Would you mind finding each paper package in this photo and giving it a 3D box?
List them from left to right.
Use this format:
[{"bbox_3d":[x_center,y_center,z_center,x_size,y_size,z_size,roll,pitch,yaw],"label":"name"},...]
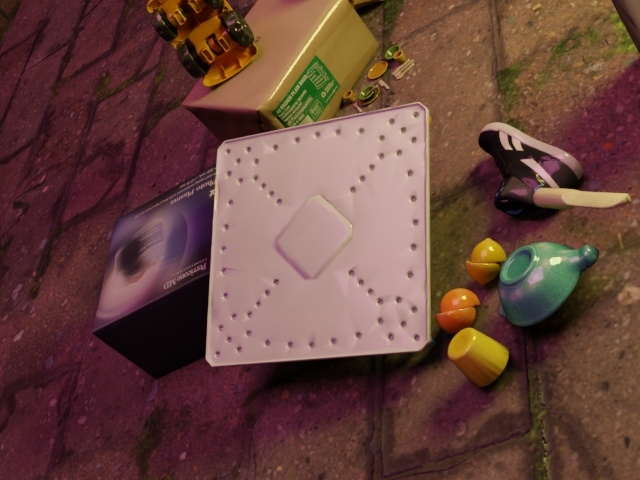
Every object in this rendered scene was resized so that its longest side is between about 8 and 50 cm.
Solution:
[{"bbox_3d":[-0.083,-0.350,2.168,0.310,0.168,0.324,12,63,51],"label":"paper package"}]

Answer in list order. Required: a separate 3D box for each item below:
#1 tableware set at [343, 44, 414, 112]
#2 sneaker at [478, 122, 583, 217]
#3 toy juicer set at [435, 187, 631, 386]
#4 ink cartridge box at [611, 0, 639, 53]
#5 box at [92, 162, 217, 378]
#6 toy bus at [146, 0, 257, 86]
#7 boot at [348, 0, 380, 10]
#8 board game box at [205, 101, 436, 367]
[{"bbox_3d":[0.111,-0.329,2.070,0.154,0.024,0.104,-42,34,7],"label":"tableware set"},{"bbox_3d":[0.292,-0.106,1.605,0.121,0.079,0.217,-49,36,-7],"label":"sneaker"},{"bbox_3d":[0.296,0.043,1.458,0.329,0.089,0.209,-49,21,10],"label":"toy juicer set"},{"bbox_3d":[0.490,-0.341,1.472,0.115,0.273,0.198,-31,37,16],"label":"ink cartridge box"},{"bbox_3d":[-0.242,0.051,1.918,0.296,0.183,0.294,-27,40,26],"label":"box"},{"bbox_3d":[-0.242,-0.462,2.119,0.149,0.220,0.211,-31,30,14],"label":"toy bus"},{"bbox_3d":[-0.014,-0.542,2.215,0.211,0.295,0.104,-4,84,35],"label":"boot"},{"bbox_3d":[0.000,0.000,1.637,0.390,0.050,0.389,-8,71,28],"label":"board game box"}]
